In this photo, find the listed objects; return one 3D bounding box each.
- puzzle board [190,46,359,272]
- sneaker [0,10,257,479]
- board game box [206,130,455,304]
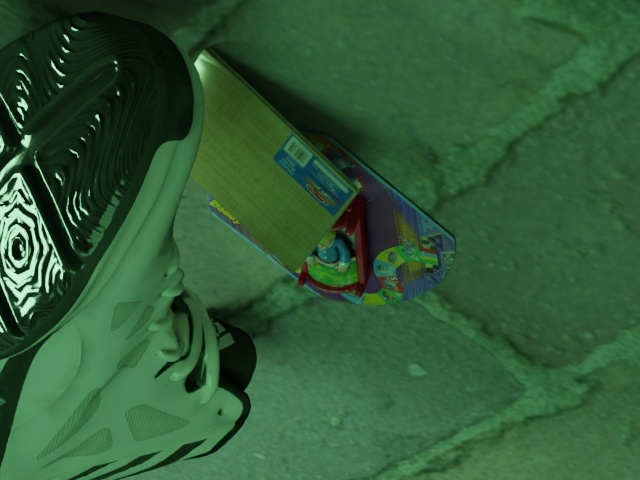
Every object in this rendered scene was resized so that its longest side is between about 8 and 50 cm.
[{"bbox_3d":[-0.041,-0.050,1.205,0.128,0.011,0.096,43,138,4],"label":"puzzle board"},{"bbox_3d":[-0.133,0.020,1.263,0.257,0.169,0.447,-4,145,-39],"label":"sneaker"},{"bbox_3d":[0.000,0.000,1.262,0.169,0.033,0.133,39,140,-22],"label":"board game box"}]
